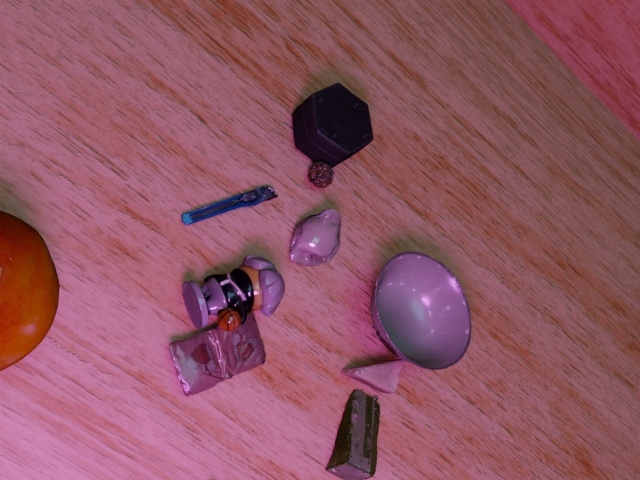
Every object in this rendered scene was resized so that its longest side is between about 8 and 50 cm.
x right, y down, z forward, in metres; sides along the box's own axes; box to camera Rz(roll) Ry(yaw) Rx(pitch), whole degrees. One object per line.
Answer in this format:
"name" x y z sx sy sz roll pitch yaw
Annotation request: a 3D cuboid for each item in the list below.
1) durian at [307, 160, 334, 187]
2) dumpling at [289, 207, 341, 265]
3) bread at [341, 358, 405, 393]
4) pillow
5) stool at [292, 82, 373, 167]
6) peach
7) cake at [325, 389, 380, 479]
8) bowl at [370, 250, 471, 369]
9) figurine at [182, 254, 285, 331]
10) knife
"durian" -0.002 -0.188 1.787 0.091 0.080 0.080 -34 93 -41
"dumpling" 0.000 -0.001 1.721 0.150 0.092 0.176 45 50 -27
"bread" 0.144 0.345 1.689 0.152 0.077 0.105 31 64 -23
"pillow" -0.243 0.273 1.495 0.248 0.049 0.135 -18 85 -39
"stool" 0.036 -0.337 1.821 0.232 0.141 0.232 11 67 -28
"peach" -0.655 0.101 1.163 0.308 0.308 0.332 14 80 -27
"cake" 0.088 0.513 1.627 0.100 0.099 0.235 32 39 -17
"bowl" 0.249 0.214 1.745 0.337 0.157 0.337 15 60 -27
"figurine" -0.197 0.131 1.503 0.236 0.133 0.176 -17 52 -30
"knife" -0.235 -0.094 1.640 0.296 0.026 0.044 -24 98 -36
